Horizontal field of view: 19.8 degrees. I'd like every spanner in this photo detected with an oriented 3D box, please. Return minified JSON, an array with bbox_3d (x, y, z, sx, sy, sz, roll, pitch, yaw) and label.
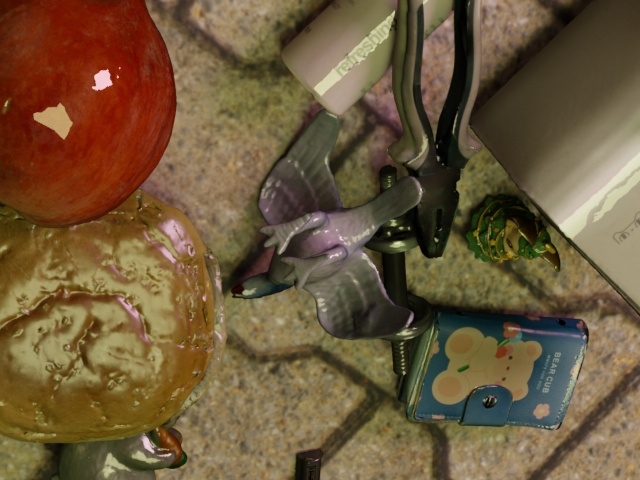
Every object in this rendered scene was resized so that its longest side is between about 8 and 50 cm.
[{"bbox_3d":[0.113,-0.119,1.806,0.096,0.040,0.324,-12,126,-16],"label":"spanner"}]

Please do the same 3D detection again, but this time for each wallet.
[{"bbox_3d":[0.191,0.145,2.066,0.202,0.059,0.141,5,110,-23],"label":"wallet"}]

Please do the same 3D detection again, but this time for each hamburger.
[{"bbox_3d":[-0.232,0.073,1.801,0.285,0.134,0.265,-4,95,-7],"label":"hamburger"}]

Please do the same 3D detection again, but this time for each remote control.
[{"bbox_3d":[-0.013,0.282,2.102,0.034,0.016,0.091,-9,122,-19],"label":"remote control"}]

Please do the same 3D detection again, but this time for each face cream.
[{"bbox_3d":[0.101,-0.255,1.789,0.311,0.092,0.092,-42,123,7],"label":"face cream"}]

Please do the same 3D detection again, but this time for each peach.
[{"bbox_3d":[-0.233,-0.146,1.668,0.232,0.232,0.256,39,86,-32],"label":"peach"}]

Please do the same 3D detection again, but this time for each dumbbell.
[{"bbox_3d":[0.079,0.036,1.952,0.082,0.081,0.254,-12,121,-11],"label":"dumbbell"}]

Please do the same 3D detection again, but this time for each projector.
[{"bbox_3d":[0.333,-0.096,1.860,0.249,0.248,0.248,-43,123,9],"label":"projector"}]

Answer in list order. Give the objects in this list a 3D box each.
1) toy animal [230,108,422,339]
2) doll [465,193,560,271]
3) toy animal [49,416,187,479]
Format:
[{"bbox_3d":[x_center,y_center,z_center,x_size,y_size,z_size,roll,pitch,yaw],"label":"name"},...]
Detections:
[{"bbox_3d":[0.000,0.000,1.859,0.255,0.176,0.239,-24,84,16],"label":"toy animal"},{"bbox_3d":[0.220,-0.013,1.962,0.078,0.113,0.076,43,63,-31],"label":"doll"},{"bbox_3d":[-0.194,0.184,1.932,0.138,0.108,0.236,10,114,-23],"label":"toy animal"}]
